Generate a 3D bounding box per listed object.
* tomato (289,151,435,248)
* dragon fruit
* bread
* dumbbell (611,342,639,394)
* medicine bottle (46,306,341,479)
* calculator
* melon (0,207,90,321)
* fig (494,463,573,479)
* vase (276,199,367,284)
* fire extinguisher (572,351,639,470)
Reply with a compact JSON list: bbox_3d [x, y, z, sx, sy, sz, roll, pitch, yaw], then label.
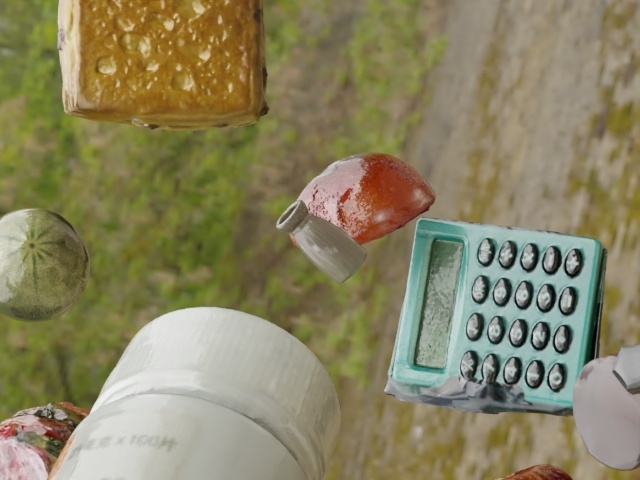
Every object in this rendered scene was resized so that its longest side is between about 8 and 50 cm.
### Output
[{"bbox_3d":[0.044,-0.060,2.084,0.189,0.173,0.099,-1,118,51],"label":"tomato"},{"bbox_3d":[-0.278,0.274,1.548,0.282,0.211,0.147,-37,-8,19],"label":"dragon fruit"},{"bbox_3d":[-0.178,-0.226,1.850,0.099,0.235,0.210,159,109,-77],"label":"bread"},{"bbox_3d":[0.254,0.106,1.263,0.036,0.040,0.083,-42,-33,10],"label":"dumbbell"},{"bbox_3d":[-0.117,0.232,1.219,0.371,0.211,0.211,-68,-5,-52],"label":"medicine bottle"},{"bbox_3d":[0.229,0.101,2.127,0.058,0.274,0.248,26,-108,-70],"label":"calculator"},{"bbox_3d":[-0.244,0.021,1.392,0.131,0.098,0.098,142,140,-76],"label":"melon"},{"bbox_3d":[0.181,0.271,1.487,0.128,0.128,0.150,108,171,-52],"label":"fig"},{"bbox_3d":[0.000,0.000,1.877,0.053,0.101,0.053,-46,13,14],"label":"vase"},{"bbox_3d":[0.409,0.134,1.670,0.114,0.337,0.135,-16,84,53],"label":"fire extinguisher"}]
